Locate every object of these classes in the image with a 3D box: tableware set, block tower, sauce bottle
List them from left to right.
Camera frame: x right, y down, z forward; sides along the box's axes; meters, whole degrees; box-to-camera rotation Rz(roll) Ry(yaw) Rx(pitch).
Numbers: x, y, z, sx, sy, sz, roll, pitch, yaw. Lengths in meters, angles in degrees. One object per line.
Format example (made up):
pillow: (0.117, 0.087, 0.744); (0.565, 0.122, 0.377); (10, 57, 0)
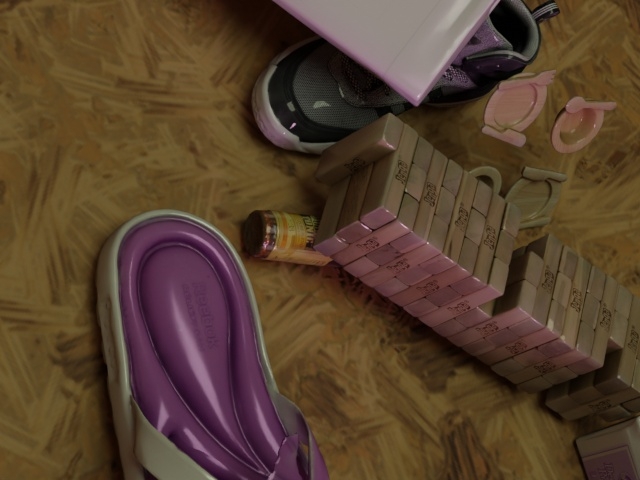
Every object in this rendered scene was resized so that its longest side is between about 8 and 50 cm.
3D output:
sauce bottle: (0.000, 0.000, 1.562); (0.128, 0.042, 0.042); (5, 72, -32)
block tower: (0.141, 0.033, 1.578); (0.335, 0.091, 0.097); (35, 51, -24)
tableware set: (0.175, -0.071, 1.632); (0.141, 0.168, 0.020); (3, 33, -40)

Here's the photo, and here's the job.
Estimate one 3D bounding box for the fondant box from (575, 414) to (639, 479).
fondant box: (0.408, 0.239, 1.695); (0.330, 0.096, 0.238); (-13, 81, -34)

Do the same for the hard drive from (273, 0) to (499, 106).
hard drive: (0.007, -0.304, 1.542); (0.353, 0.047, 0.233); (37, 87, 7)

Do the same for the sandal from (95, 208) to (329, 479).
sandal: (-0.063, 0.159, 1.406); (0.169, 0.102, 0.416); (-15, 72, -31)

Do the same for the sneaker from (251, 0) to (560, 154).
sneaker: (0.076, -0.155, 1.592); (0.269, 0.153, 0.101); (-19, 84, -34)
